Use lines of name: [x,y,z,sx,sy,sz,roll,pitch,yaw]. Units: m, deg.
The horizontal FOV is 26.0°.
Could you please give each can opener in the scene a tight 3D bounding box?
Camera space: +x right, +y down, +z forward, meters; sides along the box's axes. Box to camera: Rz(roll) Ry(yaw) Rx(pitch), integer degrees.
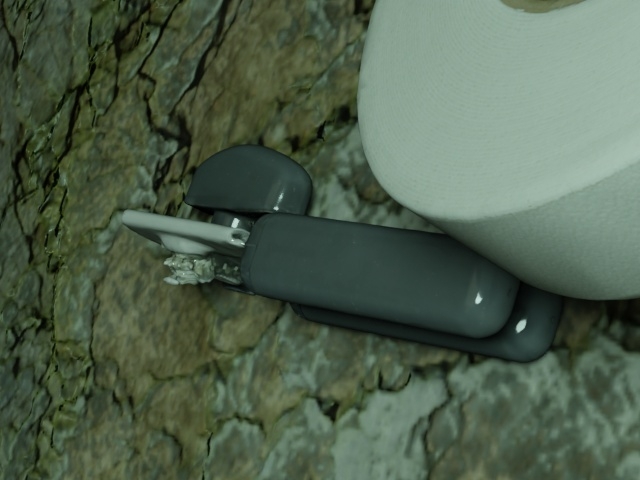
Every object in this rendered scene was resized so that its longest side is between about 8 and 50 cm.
can opener: [0.000,0.000,0.715,0.280,0.074,0.093,14,81,47]

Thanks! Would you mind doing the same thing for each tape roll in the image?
tape roll: [0.159,-0.160,0.542,0.392,0.072,0.392,-45,26,29]
